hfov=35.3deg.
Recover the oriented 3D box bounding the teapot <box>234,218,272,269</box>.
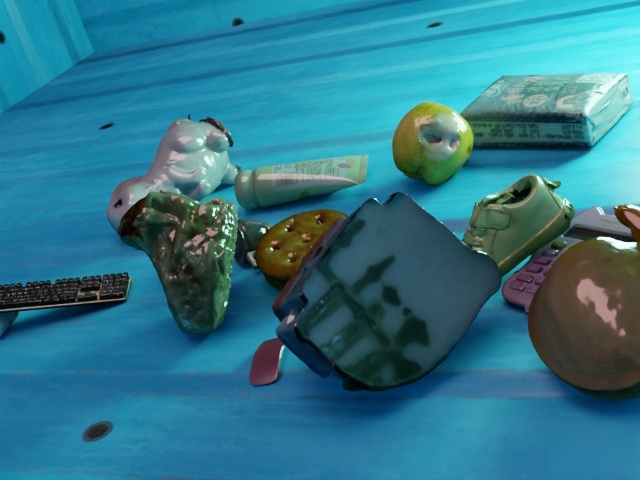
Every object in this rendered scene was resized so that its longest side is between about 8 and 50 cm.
[{"bbox_3d":[-0.132,0.010,2.070,0.090,0.124,0.092,-14,-18,-23],"label":"teapot"}]

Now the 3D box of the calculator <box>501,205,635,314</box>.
[{"bbox_3d":[0.431,0.042,1.659,0.294,0.043,0.194,-37,32,-28],"label":"calculator"}]

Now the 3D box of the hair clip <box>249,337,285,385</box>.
[{"bbox_3d":[-0.085,0.197,1.703,0.054,0.022,0.137,-13,25,17],"label":"hair clip"}]

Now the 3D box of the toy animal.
[{"bbox_3d":[-0.372,-0.143,2.422,0.357,0.194,0.258,-38,41,-21],"label":"toy animal"}]

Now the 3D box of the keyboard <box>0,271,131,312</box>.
[{"bbox_3d":[-0.560,0.110,2.118,0.317,0.027,0.106,-6,27,-1],"label":"keyboard"}]

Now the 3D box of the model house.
[{"bbox_3d":[0.063,0.095,1.633,0.295,0.251,0.329,-53,12,-15],"label":"model house"}]

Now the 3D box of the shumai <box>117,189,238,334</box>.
[{"bbox_3d":[-0.268,0.043,1.870,0.222,0.261,0.225,3,-6,-4],"label":"shumai"}]

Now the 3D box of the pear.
[{"bbox_3d":[0.235,-0.203,2.148,0.178,0.178,0.178,-15,25,7],"label":"pear"}]

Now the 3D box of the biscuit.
[{"bbox_3d":[-0.018,0.016,1.951,0.220,0.066,0.220,-14,34,10],"label":"biscuit"}]

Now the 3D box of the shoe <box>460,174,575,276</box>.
[{"bbox_3d":[0.307,-0.016,1.736,0.262,0.128,0.140,-29,2,5],"label":"shoe"}]

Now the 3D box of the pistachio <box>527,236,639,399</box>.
[{"bbox_3d":[0.391,0.114,1.411,0.212,0.163,0.260,-27,31,33],"label":"pistachio"}]

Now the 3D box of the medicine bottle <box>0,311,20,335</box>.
[{"bbox_3d":[-0.679,0.164,2.126,0.057,0.057,0.089,-9,26,18],"label":"medicine bottle"}]

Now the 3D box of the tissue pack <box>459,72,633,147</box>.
[{"bbox_3d":[0.494,-0.292,2.217,0.315,0.103,0.228,6,33,40],"label":"tissue pack"}]

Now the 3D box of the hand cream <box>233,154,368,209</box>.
[{"bbox_3d":[-0.043,-0.140,2.281,0.305,0.093,0.147,-11,28,12],"label":"hand cream"}]

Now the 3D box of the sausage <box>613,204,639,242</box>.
[{"bbox_3d":[0.528,0.003,1.585,0.062,0.054,0.183,11,40,-42],"label":"sausage"}]
